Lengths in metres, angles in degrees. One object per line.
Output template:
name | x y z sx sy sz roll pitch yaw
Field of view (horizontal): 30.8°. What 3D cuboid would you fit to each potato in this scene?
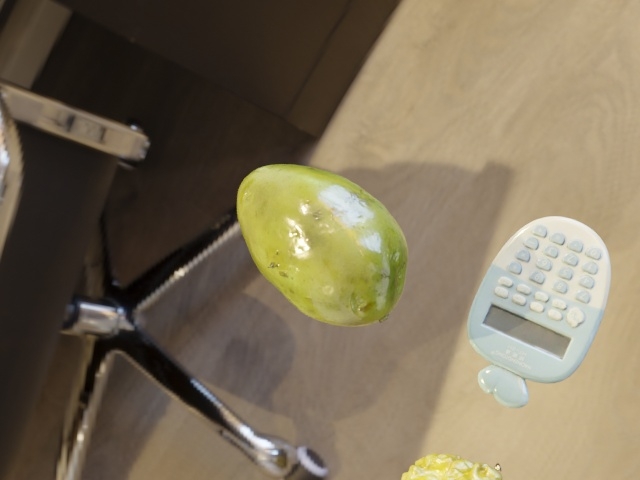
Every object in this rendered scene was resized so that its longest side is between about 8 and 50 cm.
potato | 0.002 0.000 1.743 0.216 0.216 0.304 -53 51 10

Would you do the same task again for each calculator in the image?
calculator | 0.329 0.108 1.769 0.188 0.042 0.302 24 88 16

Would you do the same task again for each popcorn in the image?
popcorn | 0.216 0.427 1.785 0.169 0.189 0.218 -44 35 -18
